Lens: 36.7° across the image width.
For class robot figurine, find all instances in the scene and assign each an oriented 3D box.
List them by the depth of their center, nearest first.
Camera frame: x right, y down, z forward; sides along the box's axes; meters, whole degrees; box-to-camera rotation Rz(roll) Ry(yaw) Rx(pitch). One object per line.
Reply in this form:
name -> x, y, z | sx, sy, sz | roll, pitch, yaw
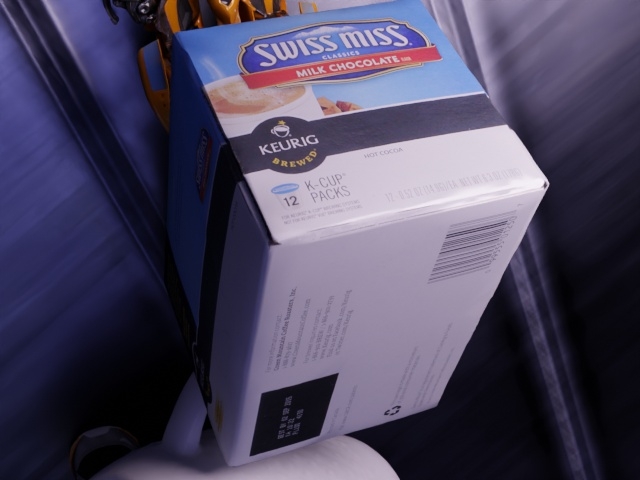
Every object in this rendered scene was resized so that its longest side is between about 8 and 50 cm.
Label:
robot figurine -> -0.089, -0.208, 0.887 | 0.211, 0.085, 0.291 | -19, 123, -13

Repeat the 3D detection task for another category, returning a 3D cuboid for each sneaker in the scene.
sneaker -> -0.236, 0.307, 1.117 | 0.084, 0.083, 0.215 | -12, 120, -13

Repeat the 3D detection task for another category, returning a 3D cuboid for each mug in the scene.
mug -> -0.088, 0.287, 1.023 | 0.328, 0.276, 0.374 | 18, 82, -48

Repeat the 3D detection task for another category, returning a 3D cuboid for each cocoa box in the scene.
cocoa box -> 0.000, 0.000, 0.855 | 0.231, 0.228, 0.347 | -12, 145, -20
